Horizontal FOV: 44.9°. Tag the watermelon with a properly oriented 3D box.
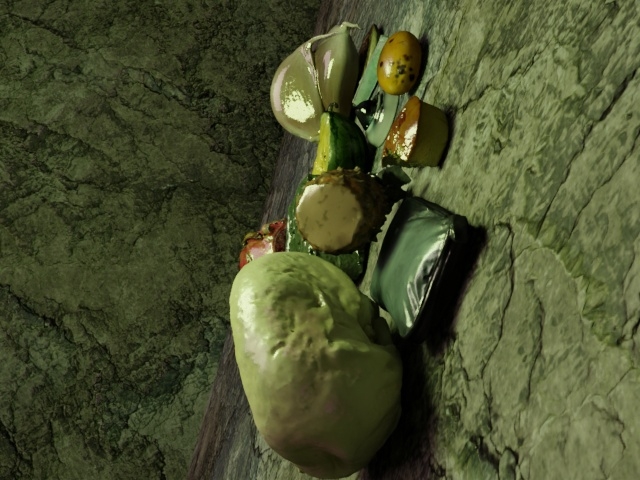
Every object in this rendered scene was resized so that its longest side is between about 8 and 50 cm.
[{"bbox_3d":[0.050,-0.200,1.816,0.204,0.127,0.232,-128,45,-81],"label":"watermelon"}]

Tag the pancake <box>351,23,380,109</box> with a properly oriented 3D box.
[{"bbox_3d":[0.118,-0.490,2.176,0.250,0.031,0.250,-164,90,-80],"label":"pancake"}]

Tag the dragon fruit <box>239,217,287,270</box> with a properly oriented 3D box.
[{"bbox_3d":[-0.098,0.034,2.038,0.147,0.211,0.282,-40,15,49],"label":"dragon fruit"}]

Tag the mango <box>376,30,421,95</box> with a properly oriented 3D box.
[{"bbox_3d":[0.168,-0.380,1.631,0.115,0.090,0.178,107,180,-45],"label":"mango"}]

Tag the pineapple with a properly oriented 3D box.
[{"bbox_3d":[0.071,-0.065,1.320,0.170,0.141,0.310,-31,-2,22],"label":"pineapple"}]

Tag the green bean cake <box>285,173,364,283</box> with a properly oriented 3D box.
[{"bbox_3d":[0.000,0.000,1.684,0.255,0.132,0.241,132,136,-65],"label":"green bean cake"}]

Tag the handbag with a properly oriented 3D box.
[{"bbox_3d":[0.144,0.034,1.182,0.332,0.075,0.191,-122,53,-80],"label":"handbag"}]

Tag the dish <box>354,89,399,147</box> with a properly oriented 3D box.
[{"bbox_3d":[0.117,-0.290,1.763,0.141,0.078,0.141,-163,90,-79],"label":"dish"}]

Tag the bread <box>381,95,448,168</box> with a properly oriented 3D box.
[{"bbox_3d":[0.164,-0.184,1.346,0.156,0.086,0.125,-178,106,-78],"label":"bread"}]

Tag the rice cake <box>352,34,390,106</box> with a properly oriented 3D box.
[{"bbox_3d":[0.134,-0.428,1.979,0.034,0.043,0.211,-75,8,-49],"label":"rice cake"}]

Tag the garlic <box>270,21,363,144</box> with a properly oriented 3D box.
[{"bbox_3d":[-0.015,-0.450,2.127,0.246,0.232,0.339,-107,23,-61],"label":"garlic"}]

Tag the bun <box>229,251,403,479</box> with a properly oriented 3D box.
[{"bbox_3d":[0.010,0.178,1.155,0.361,0.213,0.361,-20,-90,-83],"label":"bun"}]
